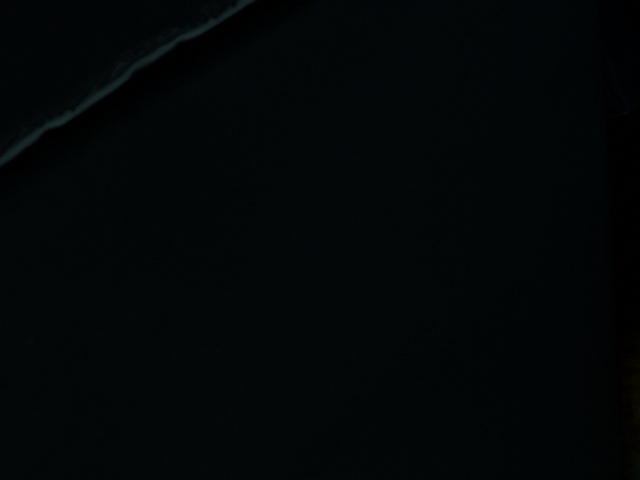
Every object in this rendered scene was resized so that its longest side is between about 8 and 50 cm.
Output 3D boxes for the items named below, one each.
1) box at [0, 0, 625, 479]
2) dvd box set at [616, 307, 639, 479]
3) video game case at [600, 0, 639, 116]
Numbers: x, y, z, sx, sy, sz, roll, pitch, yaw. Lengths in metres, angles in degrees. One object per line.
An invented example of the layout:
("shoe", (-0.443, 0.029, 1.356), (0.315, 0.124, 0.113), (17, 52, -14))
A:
("box", (-0.135, 0.004, 0.824), (0.472, 0.297, 0.480), (32, 147, 37))
("dvd box set", (0.177, 0.184, 0.900), (0.307, 0.062, 0.420), (62, 159, 1))
("video game case", (0.038, -0.139, 0.876), (0.196, 0.026, 0.274), (65, 160, -9))
